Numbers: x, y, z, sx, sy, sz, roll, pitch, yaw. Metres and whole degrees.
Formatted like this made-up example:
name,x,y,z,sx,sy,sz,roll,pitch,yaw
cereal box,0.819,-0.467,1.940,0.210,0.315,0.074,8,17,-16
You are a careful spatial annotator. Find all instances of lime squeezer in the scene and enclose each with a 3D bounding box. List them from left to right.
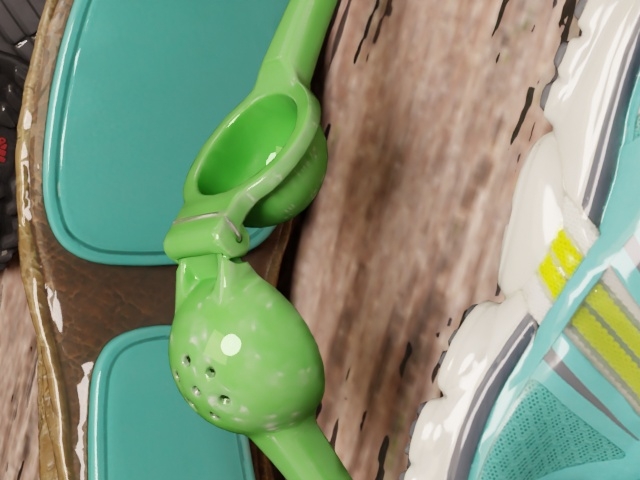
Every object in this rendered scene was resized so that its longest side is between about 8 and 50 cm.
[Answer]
name,x,y,z,sx,sy,sz,roll,pitch,yaw
lime squeezer,0.000,0.000,0.634,0.059,0.110,0.310,160,109,-64

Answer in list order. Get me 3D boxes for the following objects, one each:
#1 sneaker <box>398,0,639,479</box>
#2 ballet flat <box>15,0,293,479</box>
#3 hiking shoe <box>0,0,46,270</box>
name,x,y,z,sx,sy,sz,roll,pitch,yaw
sneaker,0.101,0.037,0.532,0.110,0.107,0.275,26,107,37
ballet flat,-0.068,0.018,0.734,0.124,0.116,0.342,177,91,-68
hiking shoe,-0.150,-0.069,0.849,0.227,0.086,0.114,-48,25,48
